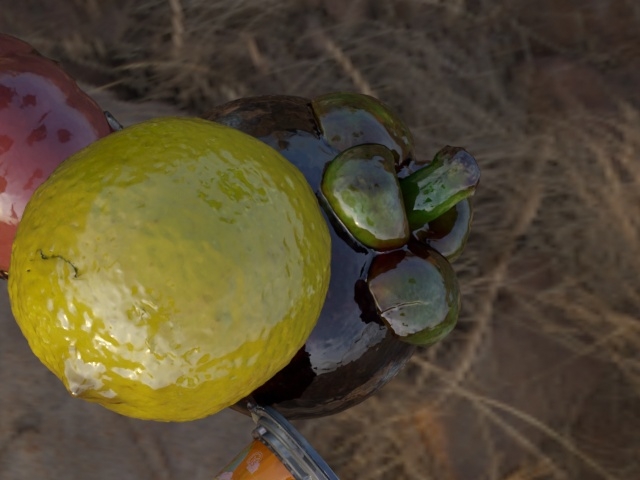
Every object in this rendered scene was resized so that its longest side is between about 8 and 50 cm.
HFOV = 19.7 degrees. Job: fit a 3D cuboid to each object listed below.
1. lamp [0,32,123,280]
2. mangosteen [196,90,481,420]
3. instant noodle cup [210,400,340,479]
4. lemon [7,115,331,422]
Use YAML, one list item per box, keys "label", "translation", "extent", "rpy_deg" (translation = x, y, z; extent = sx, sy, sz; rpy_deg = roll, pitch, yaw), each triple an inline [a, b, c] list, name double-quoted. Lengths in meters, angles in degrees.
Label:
- label: "lamp"
  translation: [-0.194, -0.042, 1.131]
  extent: [0.140, 0.182, 0.182]
  rpy_deg: [-47, 108, -10]
- label: "mangosteen"
  translation: [-0.012, 0.007, 1.606]
  extent: [0.300, 0.300, 0.300]
  rpy_deg: [2, 86, -27]
- label: "instant noodle cup"
  translation: [-0.038, 0.238, 1.464]
  extent: [0.125, 0.208, 0.177]
  rpy_deg: [-38, 127, -10]
- label: "lemon"
  translation: [-0.052, 0.009, 0.667]
  extent: [0.133, 0.109, 0.109]
  rpy_deg: [-42, 106, -41]
